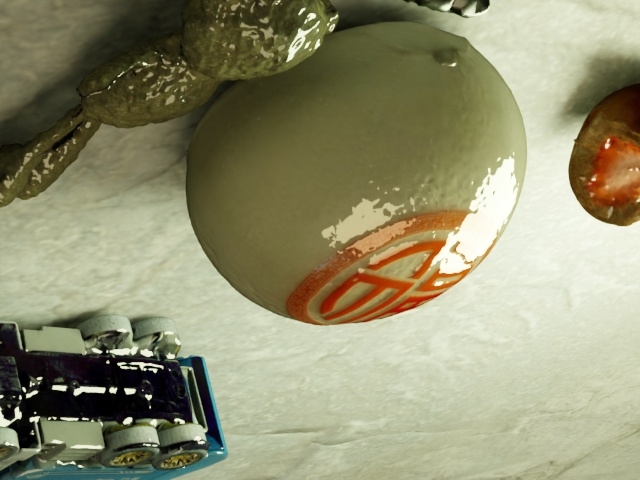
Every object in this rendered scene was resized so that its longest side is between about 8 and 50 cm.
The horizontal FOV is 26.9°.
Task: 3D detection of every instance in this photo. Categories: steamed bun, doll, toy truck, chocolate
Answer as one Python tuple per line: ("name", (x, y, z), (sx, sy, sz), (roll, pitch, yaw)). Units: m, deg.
("steamed bun", (0.037, -0.031, 1.064), (0.283, 0.177, 0.283), (-18, 157, -8))
("doll", (-0.118, -0.109, 0.939), (0.203, 0.091, 0.286), (-10, 162, -36))
("toy truck", (-0.245, 0.164, 1.277), (0.175, 0.146, 0.367), (-34, 151, 33))
("chocolate", (0.289, -0.077, 1.228), (0.127, 0.124, 0.133), (-3, 166, -45))

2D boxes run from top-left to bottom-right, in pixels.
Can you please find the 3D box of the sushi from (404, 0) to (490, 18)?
("sushi", (0.121, -0.283, 0.663), (0.352, 0.178, 0.294), (-39, 150, 26))
